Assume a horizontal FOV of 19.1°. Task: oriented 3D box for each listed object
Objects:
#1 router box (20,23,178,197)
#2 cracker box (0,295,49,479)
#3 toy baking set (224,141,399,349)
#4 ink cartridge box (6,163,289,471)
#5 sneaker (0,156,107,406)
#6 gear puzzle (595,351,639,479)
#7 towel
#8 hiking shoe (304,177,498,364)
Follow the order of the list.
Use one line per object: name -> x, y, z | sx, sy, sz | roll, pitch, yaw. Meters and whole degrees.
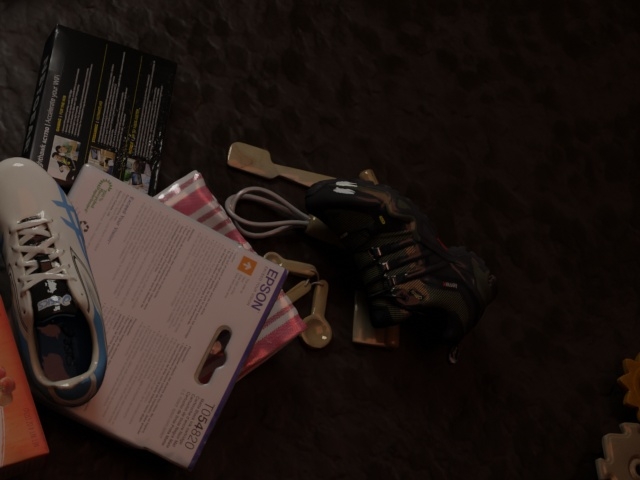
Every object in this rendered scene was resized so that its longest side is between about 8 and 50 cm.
router box -> -0.222, -0.115, 1.905 | 0.133, 0.046, 0.179 | 17, 62, -18
cracker box -> -0.371, 0.154, 1.671 | 0.232, 0.067, 0.156 | -16, 75, -16
toy baking set -> 0.006, 0.000, 1.970 | 0.196, 0.030, 0.256 | -12, 73, -29
ink cartridge box -> -0.176, 0.075, 1.800 | 0.224, 0.045, 0.223 | 28, 75, -6
sneaker -> -0.245, 0.034, 1.723 | 0.085, 0.086, 0.237 | -15, 82, -13
gear puzzle -> 0.354, 0.279, 2.001 | 0.175, 0.044, 0.339 | 7, 65, -31
towel -> -0.122, 0.046, 1.853 | 0.144, 0.029, 0.197 | -36, 92, -16
hiking shoe -> 0.072, 0.027, 1.925 | 0.227, 0.086, 0.114 | 34, 63, -10
